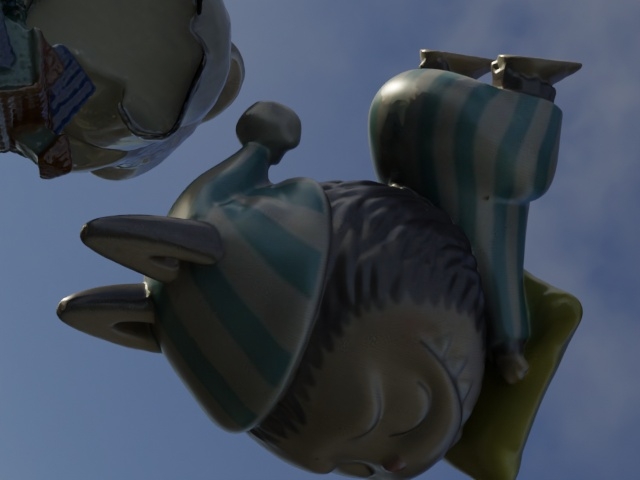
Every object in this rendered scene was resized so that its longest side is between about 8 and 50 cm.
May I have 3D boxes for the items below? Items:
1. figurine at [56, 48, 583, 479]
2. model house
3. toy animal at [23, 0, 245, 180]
[{"bbox_3d":[0.000,0.000,1.420,0.266,0.378,0.361,9,-91,49],"label":"figurine"},{"bbox_3d":[-0.228,-0.122,1.403,0.149,0.119,0.148,39,-19,10],"label":"model house"},{"bbox_3d":[-0.173,-0.163,1.725,0.194,0.258,0.357,39,-6,4],"label":"toy animal"}]
